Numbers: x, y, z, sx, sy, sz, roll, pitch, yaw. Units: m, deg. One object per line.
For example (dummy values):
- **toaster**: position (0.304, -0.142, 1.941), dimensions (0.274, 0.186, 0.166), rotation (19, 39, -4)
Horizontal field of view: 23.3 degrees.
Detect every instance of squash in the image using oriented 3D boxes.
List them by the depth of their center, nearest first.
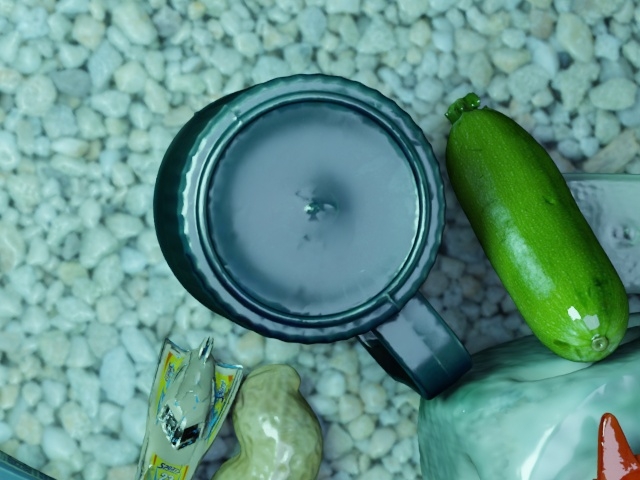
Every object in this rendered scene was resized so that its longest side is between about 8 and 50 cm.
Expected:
- **squash**: position (0.188, -0.019, 1.418), dimensions (0.101, 0.378, 0.101), rotation (-10, 129, -12)

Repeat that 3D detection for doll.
- **doll**: position (0.253, 0.229, 1.224), dimensions (0.109, 0.057, 0.169), rotation (16, 84, -4)

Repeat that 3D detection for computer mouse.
- **computer mouse**: position (0.311, -0.006, 1.557), dimensions (0.231, 0.079, 0.127), rotation (4, 88, 7)

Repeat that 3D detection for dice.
- **dice**: position (0.289, 0.250, 1.423), dimensions (0.328, 0.348, 0.330), rotation (-14, 95, -9)

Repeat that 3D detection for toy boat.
- **toy boat**: position (-0.136, 0.188, 1.462), dimensions (0.084, 0.066, 0.210), rotation (23, 53, -12)

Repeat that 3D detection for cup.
- **cup**: position (-0.019, 0.001, 1.399), dimensions (0.242, 0.292, 0.307), rotation (-11, 92, -8)

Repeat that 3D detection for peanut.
- **peanut**: position (-0.054, 0.232, 1.498), dimensions (0.104, 0.085, 0.227), rotation (12, 83, 17)

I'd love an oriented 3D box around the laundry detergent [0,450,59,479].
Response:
- **laundry detergent**: position (-0.241, 0.270, 1.448), dimensions (0.290, 0.143, 0.094), rotation (27, 75, -8)
